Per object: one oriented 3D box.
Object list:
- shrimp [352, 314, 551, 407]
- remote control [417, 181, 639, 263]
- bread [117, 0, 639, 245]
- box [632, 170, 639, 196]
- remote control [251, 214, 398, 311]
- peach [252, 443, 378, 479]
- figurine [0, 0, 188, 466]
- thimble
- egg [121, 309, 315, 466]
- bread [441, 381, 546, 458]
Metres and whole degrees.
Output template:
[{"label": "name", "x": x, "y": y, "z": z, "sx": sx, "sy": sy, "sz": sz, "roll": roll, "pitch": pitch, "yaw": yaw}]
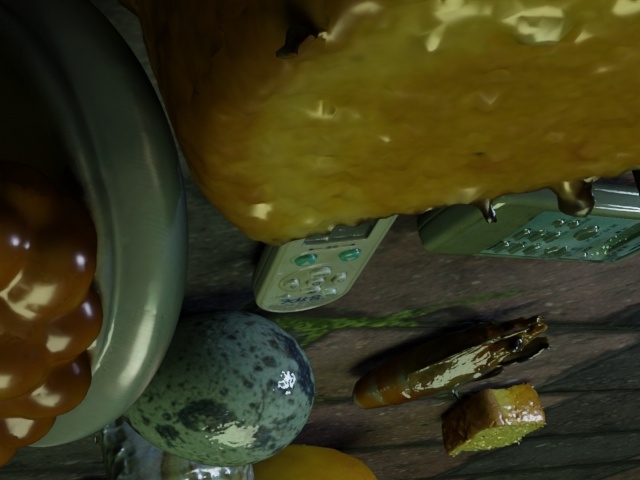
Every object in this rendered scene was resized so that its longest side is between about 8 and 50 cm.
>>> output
[{"label": "shrimp", "x": 0.141, "y": 0.135, "z": 1.277, "sx": 0.150, "sy": 0.068, "sz": 0.249, "roll": -9, "pitch": 168, "yaw": -47}, {"label": "remote control", "x": 0.187, "y": -0.015, "z": 0.943, "sx": 0.234, "sy": 0.038, "sz": 0.098, "roll": 3, "pitch": 155, "yaw": -37}, {"label": "bread", "x": 0.070, "y": -0.124, "z": 0.374, "sx": 0.340, "sy": 0.194, "sz": 0.179, "roll": -12, "pitch": 161, "yaw": 11}, {"label": "box", "x": 0.264, "y": -0.042, "z": 0.590, "sx": 0.184, "sy": 0.273, "sz": 0.143, "roll": -4, "pitch": 161, "yaw": -18}, {"label": "remote control", "x": 0.000, "y": 0.000, "z": 0.871, "sx": 0.078, "sy": 0.042, "sz": 0.221, "roll": -6, "pitch": 157, "yaw": -15}, {"label": "peach", "x": -0.032, "y": 0.405, "z": 1.575, "sx": 0.289, "sy": 0.288, "sz": 0.308, "roll": -24, "pitch": 150, "yaw": 28}, {"label": "figurine", "x": -0.228, "y": -0.049, "z": 0.450, "sx": 0.382, "sy": 0.205, "sz": 0.225, "roll": 25, "pitch": 154, "yaw": -33}, {"label": "thimble", "x": -0.156, "y": 0.249, "z": 1.278, "sx": 0.137, "sy": 0.143, "sz": 0.190, "roll": -24, "pitch": 156, "yaw": 30}, {"label": "egg", "x": -0.090, "y": 0.124, "z": 1.013, "sx": 0.172, "sy": 0.132, "sz": 0.132, "roll": 3, "pitch": 156, "yaw": -13}, {"label": "bread", "x": 0.224, "y": 0.239, "z": 1.584, "sx": 0.103, "sy": 0.065, "sz": 0.187, "roll": -9, "pitch": 158, "yaw": -13}]
